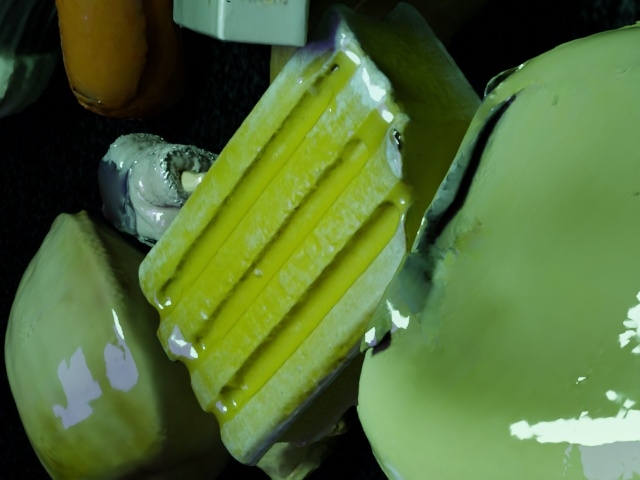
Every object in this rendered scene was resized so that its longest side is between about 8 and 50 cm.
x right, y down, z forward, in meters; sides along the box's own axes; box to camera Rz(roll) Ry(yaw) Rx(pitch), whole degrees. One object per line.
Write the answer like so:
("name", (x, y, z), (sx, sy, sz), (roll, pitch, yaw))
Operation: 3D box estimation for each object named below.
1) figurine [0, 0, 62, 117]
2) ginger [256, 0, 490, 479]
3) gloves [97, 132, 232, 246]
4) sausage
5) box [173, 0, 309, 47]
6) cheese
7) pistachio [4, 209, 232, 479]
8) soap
("figurine", (-0.260, -0.226, 1.279), (0.332, 0.185, 0.204), (-38, 39, 51))
("ginger", (0.017, -0.015, 0.971), (0.348, 0.122, 0.363), (-24, 85, 44))
("gloves", (-0.090, -0.027, 1.139), (0.144, 0.094, 0.110), (38, 130, 25))
("sausage", (-0.145, -0.236, 1.145), (0.102, 0.102, 0.330), (31, 127, 48))
("box", (-0.048, -0.221, 0.950), (0.365, 0.051, 0.205), (-135, 48, -77))
("cheese", (0.175, 0.022, 0.693), (0.316, 0.128, 0.259), (2, 68, 48))
("pistachio", (-0.151, 0.074, 1.175), (0.213, 0.163, 0.260), (96, 151, -42))
("soap", (0.000, 0.000, 0.871), (0.140, 0.073, 0.232), (57, 132, 21))
